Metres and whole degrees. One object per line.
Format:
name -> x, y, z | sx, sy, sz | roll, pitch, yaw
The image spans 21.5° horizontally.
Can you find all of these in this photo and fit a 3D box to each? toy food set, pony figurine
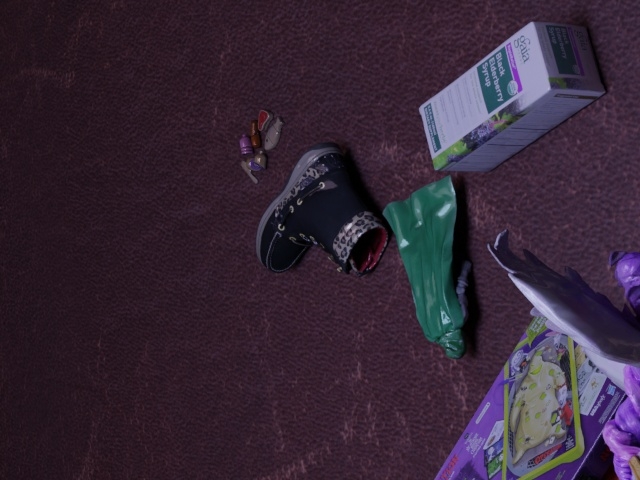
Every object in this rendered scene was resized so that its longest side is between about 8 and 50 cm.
toy food set -> -0.099, -0.153, 2.621 | 0.078, 0.019, 0.122 | 51, 129, 42
pony figurine -> 0.370, 0.101, 1.712 | 0.363, 0.303, 0.351 | -43, 60, 7

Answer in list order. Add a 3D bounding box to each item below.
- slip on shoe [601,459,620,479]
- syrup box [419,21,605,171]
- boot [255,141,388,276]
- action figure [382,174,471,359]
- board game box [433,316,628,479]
slip on shoe -> 0.306, 0.338, 1.980 | 0.331, 0.101, 0.123 | -56, 46, 37
syrup box -> 0.234, -0.174, 2.085 | 0.237, 0.096, 0.093 | -36, 61, 50
boot -> -0.001, -0.001, 2.428 | 0.178, 0.085, 0.236 | 57, 133, 35
action figure -> 0.155, 0.047, 2.224 | 0.137, 0.063, 0.232 | -32, 60, 48
board game box -> 0.247, 0.252, 1.990 | 0.347, 0.056, 0.208 | -59, 37, 8
